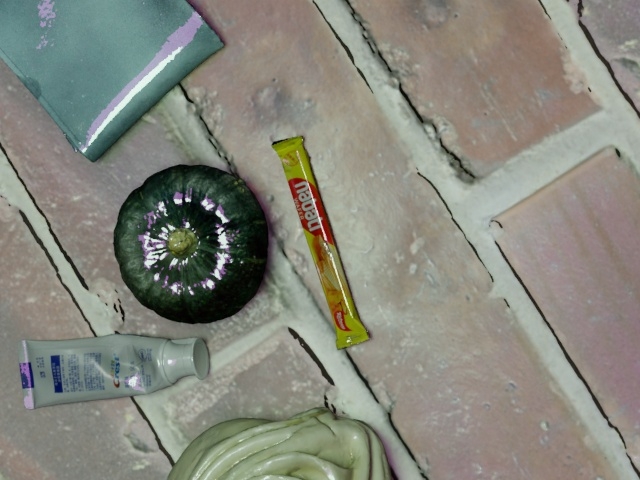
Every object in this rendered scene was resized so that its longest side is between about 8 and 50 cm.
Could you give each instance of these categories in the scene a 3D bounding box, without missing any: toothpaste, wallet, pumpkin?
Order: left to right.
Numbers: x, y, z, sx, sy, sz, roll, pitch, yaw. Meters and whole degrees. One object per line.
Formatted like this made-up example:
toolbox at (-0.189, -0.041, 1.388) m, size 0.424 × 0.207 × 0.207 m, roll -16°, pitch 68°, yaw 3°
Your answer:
wallet at (-0.312, -0.288, 1.779) m, size 0.251 × 0.054 × 0.290 m, roll -43°, pitch 83°, yaw 4°
toothpaste at (-0.284, 0.171, 1.778) m, size 0.266 × 0.061 × 0.096 m, roll -7°, pitch 90°, yaw 14°
pumpkin at (-0.167, 0.005, 1.707) m, size 0.211 × 0.152 × 0.212 m, roll 4°, pitch 103°, yaw 16°

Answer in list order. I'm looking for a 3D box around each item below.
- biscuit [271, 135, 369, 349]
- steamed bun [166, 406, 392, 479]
biscuit at (0.000, 0.000, 1.750) m, size 0.048 × 0.026 × 0.292 m, roll -20°, pitch 87°, yaw 26°
steamed bun at (-0.050, 0.380, 1.656) m, size 0.309 × 0.219 × 0.324 m, roll -16°, pitch 88°, yaw 8°
